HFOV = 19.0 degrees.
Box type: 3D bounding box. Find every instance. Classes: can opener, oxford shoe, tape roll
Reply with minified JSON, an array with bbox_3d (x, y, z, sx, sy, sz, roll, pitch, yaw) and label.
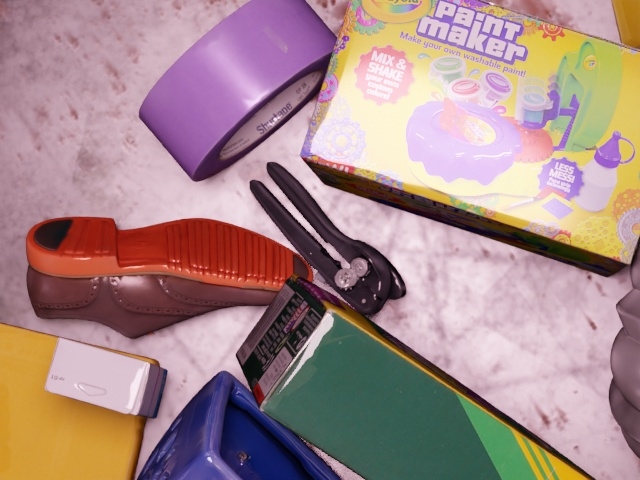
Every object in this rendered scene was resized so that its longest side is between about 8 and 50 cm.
[{"bbox_3d":[0.000,0.000,1.812,0.186,0.073,0.059,41,92,15],"label":"can opener"},{"bbox_3d":[-0.144,0.040,1.820,0.271,0.097,0.098,6,121,-2],"label":"oxford shoe"},{"bbox_3d":[-0.071,-0.144,1.760,0.189,0.189,0.080,-40,85,1],"label":"tape roll"}]

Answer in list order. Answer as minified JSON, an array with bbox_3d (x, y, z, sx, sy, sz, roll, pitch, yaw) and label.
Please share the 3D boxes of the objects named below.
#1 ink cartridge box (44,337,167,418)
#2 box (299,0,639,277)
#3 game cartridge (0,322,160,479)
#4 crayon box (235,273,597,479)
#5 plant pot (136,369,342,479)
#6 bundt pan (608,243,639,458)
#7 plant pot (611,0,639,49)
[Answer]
[{"bbox_3d":[-0.194,0.127,1.745,0.088,0.122,0.052,15,85,5],"label":"ink cartridge box"},{"bbox_3d":[0.154,-0.098,1.695,0.290,0.279,0.177,18,88,6],"label":"box"},{"bbox_3d":[-0.326,0.239,1.832,0.285,0.053,0.324,13,85,5],"label":"game cartridge"},{"bbox_3d":[0.091,0.165,1.615,0.313,0.363,0.106,35,90,-6],"label":"crayon box"},{"bbox_3d":[-0.085,0.290,1.701,0.212,0.236,0.236,-43,100,9],"label":"plant pot"},{"bbox_3d":[0.352,0.064,1.668,0.124,0.331,0.331,17,88,29],"label":"bundt pan"},{"bbox_3d":[0.371,-0.303,1.738,0.187,0.212,0.212,-11,86,-10],"label":"plant pot"}]
